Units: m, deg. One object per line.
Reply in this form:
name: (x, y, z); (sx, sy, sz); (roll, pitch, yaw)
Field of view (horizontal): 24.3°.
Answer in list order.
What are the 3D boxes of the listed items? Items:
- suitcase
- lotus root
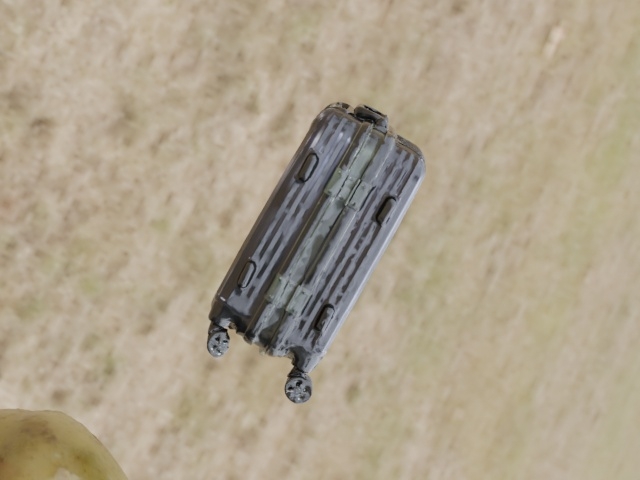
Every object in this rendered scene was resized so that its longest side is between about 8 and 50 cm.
suitcase: (0.000, 0.000, 0.670); (0.126, 0.059, 0.086); (-60, -178, 8)
lotus root: (-0.139, 0.126, 0.634); (0.221, 0.125, 0.118); (133, -58, -79)
